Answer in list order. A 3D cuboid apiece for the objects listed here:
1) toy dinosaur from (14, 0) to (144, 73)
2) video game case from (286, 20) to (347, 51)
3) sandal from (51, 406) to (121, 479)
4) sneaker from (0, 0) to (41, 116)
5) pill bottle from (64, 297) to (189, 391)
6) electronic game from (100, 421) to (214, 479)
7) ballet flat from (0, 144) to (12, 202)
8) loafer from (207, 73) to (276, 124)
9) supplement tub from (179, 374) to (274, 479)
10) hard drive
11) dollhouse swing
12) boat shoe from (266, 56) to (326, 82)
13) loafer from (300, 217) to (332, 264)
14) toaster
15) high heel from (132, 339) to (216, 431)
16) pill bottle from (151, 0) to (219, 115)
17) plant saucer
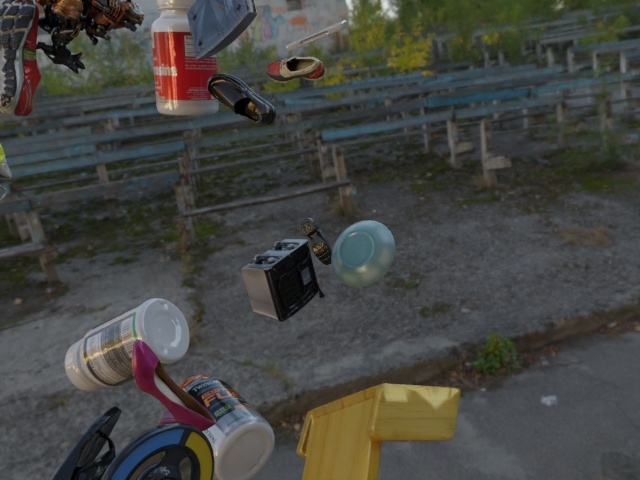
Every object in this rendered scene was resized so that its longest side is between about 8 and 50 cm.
[{"bbox_3d":[-0.591,-0.544,1.288,0.321,0.165,0.218,20,-40,-31],"label":"toy dinosaur"},{"bbox_3d":[-0.006,-0.503,1.348,0.143,0.019,0.157,-18,21,14],"label":"video game case"},{"bbox_3d":[-0.612,0.623,1.370,0.106,0.168,0.446,26,40,0],"label":"sandal"},{"bbox_3d":[-0.696,-0.420,1.264,0.107,0.279,0.118,5,-7,6],"label":"sneaker"},{"bbox_3d":[-0.599,0.330,1.690,0.360,0.204,0.204,-25,6,24],"label":"pill bottle"},{"bbox_3d":[-0.275,0.420,0.925,0.048,0.230,0.229,13,24,41],"label":"electronic game"},{"bbox_3d":[-0.916,-0.167,1.543,0.077,0.231,0.077,17,-19,-25],"label":"ballet flat"},{"bbox_3d":[-0.227,-0.395,1.529,0.219,0.080,0.078,30,25,6],"label":"loafer"},{"bbox_3d":[-0.287,0.517,1.549,0.193,0.194,0.316,-18,26,-34],"label":"supplement tub"},{"bbox_3d":[-0.274,-0.626,1.522,0.054,0.172,0.254,-4,-13,-46],"label":"hard drive"},{"bbox_3d":[0.129,0.517,1.257,0.314,0.305,0.347,11,-31,-28],"label":"dollhouse swing"},{"bbox_3d":[-0.055,-0.350,1.113,0.136,0.049,0.043,11,-9,29],"label":"boat shoe"},{"bbox_3d":[0.000,0.000,1.804,0.062,0.170,0.061,-29,-8,26],"label":"loafer"},{"bbox_3d":[-0.094,0.103,1.406,0.110,0.186,0.168,8,32,39],"label":"toaster"},{"bbox_3d":[-0.311,0.310,1.165,0.117,0.244,0.082,-14,14,8],"label":"high heel"},{"bbox_3d":[-0.490,-0.667,1.988,0.228,0.408,0.229,0,17,0],"label":"pill bottle"},{"bbox_3d":[0.106,0.029,1.488,0.194,0.195,0.037,0,-21,32],"label":"plant saucer"}]
